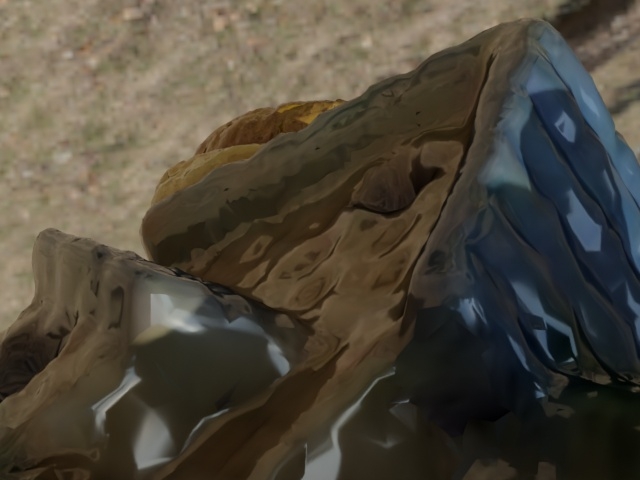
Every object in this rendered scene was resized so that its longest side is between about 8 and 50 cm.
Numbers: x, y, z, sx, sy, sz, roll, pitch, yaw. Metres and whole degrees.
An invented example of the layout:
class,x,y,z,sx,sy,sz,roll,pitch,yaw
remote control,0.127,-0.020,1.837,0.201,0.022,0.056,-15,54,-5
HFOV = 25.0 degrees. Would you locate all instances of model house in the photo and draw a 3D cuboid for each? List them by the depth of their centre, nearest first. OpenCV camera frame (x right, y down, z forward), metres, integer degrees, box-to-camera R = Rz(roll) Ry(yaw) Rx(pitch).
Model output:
class,x,y,z,sx,sy,sz,roll,pitch,yaw
model house,0.086,0.128,0.476,0.400,0.395,0.445,-41,-157,-18

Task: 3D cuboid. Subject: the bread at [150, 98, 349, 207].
class,x,y,z,sx,sy,sz,roll,pitch,yaw
bread,-0.002,0.001,0.996,0.198,0.120,0.236,-9,144,32
